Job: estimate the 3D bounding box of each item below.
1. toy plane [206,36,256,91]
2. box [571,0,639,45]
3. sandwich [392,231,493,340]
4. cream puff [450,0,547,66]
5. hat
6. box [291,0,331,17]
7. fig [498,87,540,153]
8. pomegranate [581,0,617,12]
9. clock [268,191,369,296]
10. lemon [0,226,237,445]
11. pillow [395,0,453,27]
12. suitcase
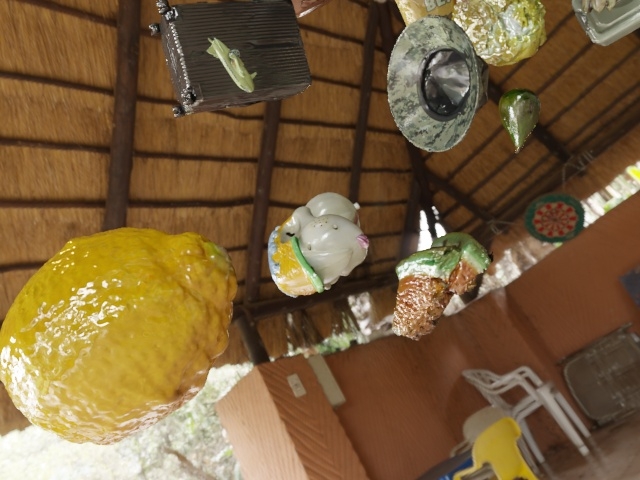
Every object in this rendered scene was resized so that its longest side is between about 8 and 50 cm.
[{"bbox_3d":[-0.149,-0.302,0.833,0.040,0.102,0.111,-47,-57,1],"label":"toy plane"},{"bbox_3d":[0.615,-0.479,0.979,0.172,0.124,0.093,-28,-13,33],"label":"box"},{"bbox_3d":[0.260,0.104,1.207,0.301,0.162,0.250,-61,6,4],"label":"sandwich"},{"bbox_3d":[0.485,-0.606,1.300,0.185,0.282,0.281,-37,-19,-23],"label":"cream puff"},{"bbox_3d":[0.254,-0.306,0.951,0.128,0.265,0.265,-17,-26,-26],"label":"hat"},{"bbox_3d":[-0.079,-0.771,1.185,0.239,0.339,0.229,-4,1,44],"label":"box"},{"bbox_3d":[0.560,-0.334,1.360,0.117,0.177,0.117,-10,4,1],"label":"fig"},{"bbox_3d":[0.498,-0.540,0.875,0.202,0.202,0.247,-27,-54,-10],"label":"pomegranate"},{"bbox_3d":[0.000,0.000,0.730,0.144,0.231,0.103,-25,-63,10],"label":"clock"},{"bbox_3d":[-0.140,0.063,0.350,0.187,0.142,0.142,-40,-23,8],"label":"lemon"},{"bbox_3d":[0.416,-0.702,1.541,0.310,0.119,0.312,-19,-56,13],"label":"pillow"},{"bbox_3d":[-0.205,-0.439,1.163,0.335,0.229,0.152,-17,8,-26],"label":"suitcase"}]
